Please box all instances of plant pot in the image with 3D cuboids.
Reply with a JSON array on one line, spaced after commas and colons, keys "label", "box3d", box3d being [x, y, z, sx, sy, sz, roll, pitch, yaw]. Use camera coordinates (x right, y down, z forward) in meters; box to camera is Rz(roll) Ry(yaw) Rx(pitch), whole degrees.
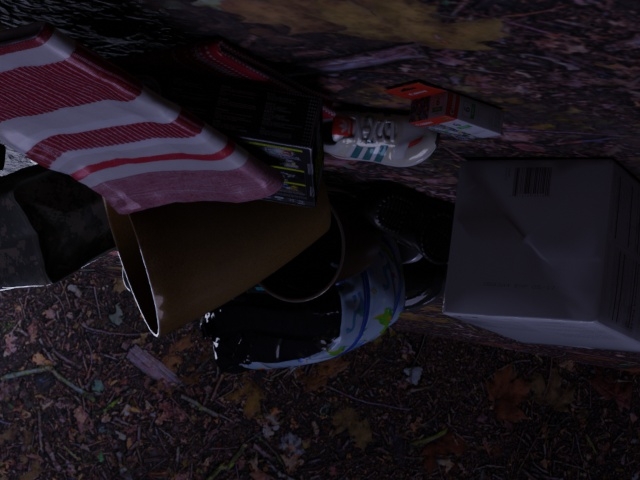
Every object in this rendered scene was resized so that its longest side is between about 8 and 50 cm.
[{"label": "plant pot", "box3d": [0.000, 0.000, 1.765, 0.167, 0.166, 0.165, 4, -175, 29]}, {"label": "plant pot", "box3d": [-0.124, -0.027, 1.518, 0.254, 0.237, 0.237, -17, 178, -15]}]

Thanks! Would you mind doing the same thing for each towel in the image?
[{"label": "towel", "box3d": [-0.225, -0.108, 1.192, 0.237, 0.037, 0.329, -5, 156, 38]}, {"label": "towel", "box3d": [-0.144, -0.164, 1.303, 0.275, 0.031, 0.199, -1, 165, 40]}]

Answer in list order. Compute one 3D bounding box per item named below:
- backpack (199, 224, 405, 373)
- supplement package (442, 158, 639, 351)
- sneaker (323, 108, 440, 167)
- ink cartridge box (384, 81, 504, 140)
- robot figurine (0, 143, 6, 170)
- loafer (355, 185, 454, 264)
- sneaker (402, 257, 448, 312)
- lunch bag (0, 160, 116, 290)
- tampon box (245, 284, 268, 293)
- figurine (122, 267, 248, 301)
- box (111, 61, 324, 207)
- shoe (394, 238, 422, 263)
[{"label": "backpack", "box3d": [-0.030, 0.077, 2.019, 0.273, 0.290, 0.355, -6, 177, -26]}, {"label": "supplement package", "box3d": [0.309, 0.024, 1.524, 0.199, 0.198, 0.263, 2, 169, 32]}, {"label": "sneaker", "box3d": [0.052, -0.116, 1.331, 0.161, 0.057, 0.075, 5, 177, 36]}, {"label": "ink cartridge box", "box3d": [0.127, -0.133, 1.246, 0.115, 0.029, 0.063, 13, 170, -32]}, {"label": "robot figurine", "box3d": [-0.509, -0.131, 1.728, 0.101, 0.067, 0.115, -7, 163, 39]}, {"label": "loafer", "box3d": [0.133, -0.033, 1.774, 0.220, 0.080, 0.078, 31, 180, -45]}, {"label": "sneaker", "box3d": [0.065, 0.056, 2.210, 0.341, 0.125, 0.139, 3, 165, 17]}, {"label": "lunch bag", "box3d": [-0.364, -0.050, 1.739, 0.235, 0.168, 0.287, -7, -163, 46]}, {"label": "tampon box", "box3d": [-0.125, -0.011, 1.820, 0.120, 0.101, 0.161, 2, 136, 35]}, {"label": "figurine", "box3d": [-0.219, -0.003, 1.926, 0.209, 0.214, 0.092, 14, 139, -40]}, {"label": "box", "box3d": [-0.132, -0.112, 1.299, 0.270, 0.060, 0.216, 9, 165, 4]}, {"label": "shoe", "box3d": [0.127, 0.010, 2.065, 0.178, 0.063, 0.081, 7, 174, 45]}]
